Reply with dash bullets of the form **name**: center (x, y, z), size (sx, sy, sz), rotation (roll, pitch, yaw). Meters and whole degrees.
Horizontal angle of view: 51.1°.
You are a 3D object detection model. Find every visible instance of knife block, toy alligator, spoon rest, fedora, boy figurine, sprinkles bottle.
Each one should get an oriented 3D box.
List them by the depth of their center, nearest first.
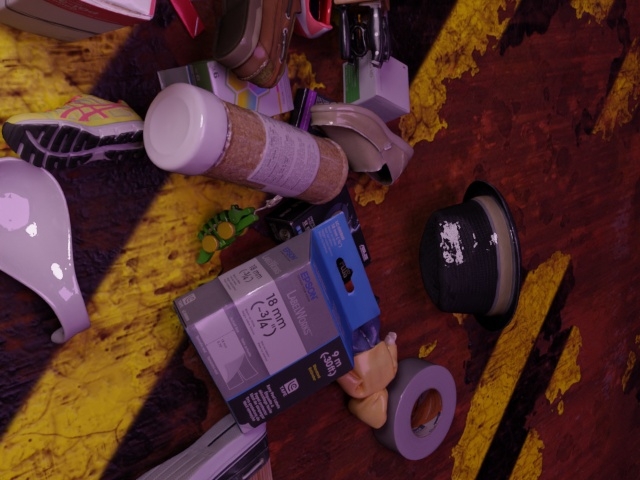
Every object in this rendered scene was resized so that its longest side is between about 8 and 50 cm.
- **spoon rest**: center (-0.381, 0.021, 0.900), size (0.137, 0.084, 0.277), rotation (-35, 121, -32)
- **sprinkles bottle**: center (-0.098, -0.136, 1.029), size (0.355, 0.121, 0.121), rotation (9, 92, -54)
- **toy alligator**: center (-0.143, -0.032, 1.086), size (0.051, 0.189, 0.056), rotation (54, 21, 7)
- **knife block**: center (0.066, -0.436, 1.116), size (0.276, 0.088, 0.242), rotation (75, 15, -51)
- **boy figurine**: center (0.095, 0.249, 1.375), size (0.177, 0.092, 0.285), rotation (-27, 117, -36)
- **fedora**: center (0.307, 0.041, 1.450), size (0.152, 0.334, 0.334), rotation (-7, 105, -10)

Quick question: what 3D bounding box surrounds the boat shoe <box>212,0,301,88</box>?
- **boat shoe**: center (-0.088, -0.377, 1.047), size (0.104, 0.110, 0.308), rotation (30, 63, -41)

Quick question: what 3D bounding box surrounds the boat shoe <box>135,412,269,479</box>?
- **boat shoe**: center (-0.203, 0.416, 1.108), size (0.335, 0.121, 0.119), rotation (-30, 108, -36)

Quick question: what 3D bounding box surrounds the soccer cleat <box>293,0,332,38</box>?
- **soccer cleat**: center (-0.013, -0.469, 1.127), size (0.083, 0.095, 0.248), rotation (-8, 104, -37)

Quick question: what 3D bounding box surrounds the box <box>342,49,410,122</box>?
- **box**: center (0.105, -0.286, 1.259), size (0.102, 0.087, 0.101), rotation (16, 67, -43)

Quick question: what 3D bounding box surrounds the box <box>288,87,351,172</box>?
- **box**: center (0.009, -0.203, 1.248), size (0.162, 0.029, 0.116), rotation (15, 89, -42)

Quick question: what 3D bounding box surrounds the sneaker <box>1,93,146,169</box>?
- **sneaker**: center (-0.334, -0.156, 0.911), size (0.208, 0.081, 0.094), rotation (-9, 59, -50)

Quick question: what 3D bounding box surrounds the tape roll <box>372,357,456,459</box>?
- **tape roll**: center (0.215, 0.380, 1.522), size (0.219, 0.072, 0.219), rotation (-11, 106, -41)

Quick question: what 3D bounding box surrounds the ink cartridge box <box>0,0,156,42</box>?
- **ink cartridge box**: center (-0.287, -0.355, 0.776), size (0.117, 0.283, 0.207), rotation (7, 94, -39)

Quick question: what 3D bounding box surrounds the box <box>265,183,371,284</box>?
- **box**: center (0.000, 0.000, 1.246), size (0.147, 0.077, 0.180), rotation (-37, 121, -32)

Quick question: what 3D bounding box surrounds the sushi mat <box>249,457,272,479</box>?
- **sushi mat**: center (-0.139, 0.561, 1.270), size (0.151, 0.019, 0.317), rotation (-19, 110, -37)

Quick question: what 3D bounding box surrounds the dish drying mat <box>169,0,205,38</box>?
- **dish drying mat**: center (-0.209, -0.356, 1.032), size (0.032, 0.008, 0.083), rotation (-46, 126, -25)

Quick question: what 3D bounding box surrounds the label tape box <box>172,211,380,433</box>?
- **label tape box**: center (-0.046, 0.136, 1.143), size (0.333, 0.106, 0.241), rotation (-29, 119, -13)

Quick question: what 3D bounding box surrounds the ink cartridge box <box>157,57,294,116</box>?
- **ink cartridge box**: center (-0.146, -0.240, 1.075), size (0.209, 0.062, 0.109), rotation (-25, 115, -36)

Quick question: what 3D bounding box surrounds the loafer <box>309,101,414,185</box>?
- **loafer**: center (0.079, -0.173, 1.229), size (0.268, 0.101, 0.092), rotation (22, 78, -44)
